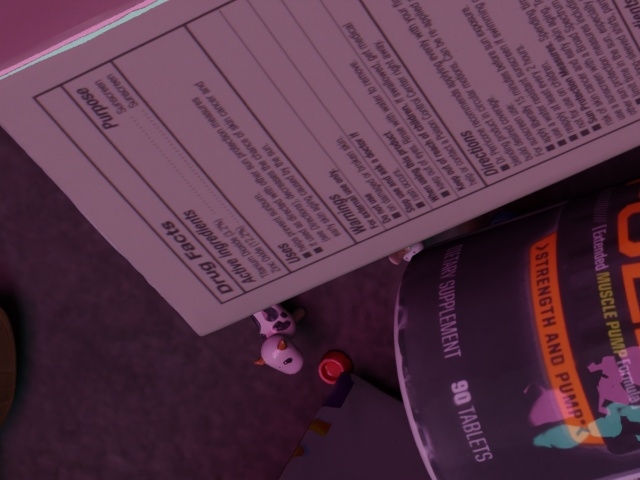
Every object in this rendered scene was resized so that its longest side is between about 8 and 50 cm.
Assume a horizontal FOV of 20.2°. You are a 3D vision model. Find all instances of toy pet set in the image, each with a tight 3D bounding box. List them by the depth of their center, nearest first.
[{"bbox_3d":[0.000,0.000,0.761,0.114,0.065,0.122,47,116,0],"label":"toy pet set"}]

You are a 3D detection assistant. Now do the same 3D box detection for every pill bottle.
[{"bbox_3d":[0.162,0.029,0.675,0.246,0.130,0.130,-19,100,24],"label":"pill bottle"}]

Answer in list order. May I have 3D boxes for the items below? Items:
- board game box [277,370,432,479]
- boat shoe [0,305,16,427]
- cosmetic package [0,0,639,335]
[{"bbox_3d":[-0.004,0.223,0.790,0.142,0.144,0.275,29,115,3],"label":"board game box"},{"bbox_3d":[-0.185,0.090,0.871,0.048,0.056,0.153,38,127,40],"label":"boat shoe"},{"bbox_3d":[0.050,-0.103,0.617,0.309,0.113,0.160,-22,137,15],"label":"cosmetic package"}]
